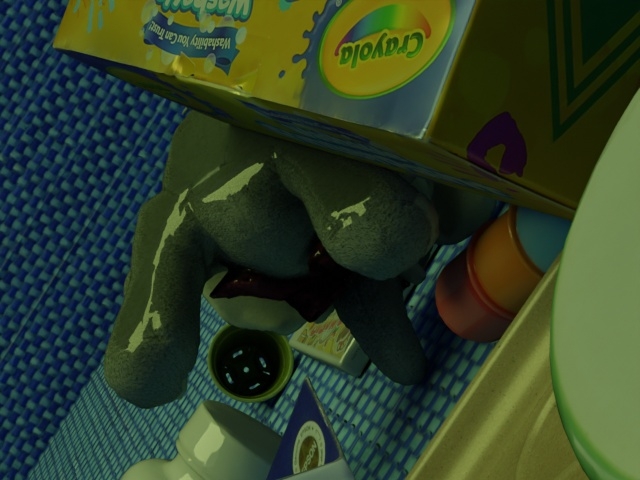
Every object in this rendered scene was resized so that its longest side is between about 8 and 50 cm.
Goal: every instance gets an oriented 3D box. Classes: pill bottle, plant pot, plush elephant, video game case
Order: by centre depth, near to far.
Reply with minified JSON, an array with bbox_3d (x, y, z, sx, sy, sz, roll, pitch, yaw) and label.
[{"bbox_3d":[0.000,0.000,1.417,0.272,0.255,0.330,-35,41,19],"label":"plush elephant"},{"bbox_3d":[-0.116,0.263,1.426,0.272,0.152,0.152,-56,11,6],"label":"pill bottle"},{"bbox_3d":[0.053,0.020,1.690,0.206,0.026,0.227,-59,11,-5],"label":"video game case"},{"bbox_3d":[-0.070,0.122,1.835,0.083,0.083,0.079,-60,-2,-12],"label":"plant pot"}]

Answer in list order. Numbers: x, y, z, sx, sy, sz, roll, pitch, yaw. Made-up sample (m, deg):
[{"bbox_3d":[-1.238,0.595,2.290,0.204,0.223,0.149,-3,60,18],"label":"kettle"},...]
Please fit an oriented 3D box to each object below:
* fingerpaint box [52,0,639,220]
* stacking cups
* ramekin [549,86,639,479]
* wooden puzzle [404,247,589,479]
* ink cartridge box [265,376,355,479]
[{"bbox_3d":[0.058,-0.233,1.124,0.445,0.163,0.371,18,87,56],"label":"fingerpaint box"},{"bbox_3d":[0.165,-0.010,1.150,0.316,0.096,0.096,-47,15,55],"label":"stacking cups"},{"bbox_3d":[0.212,0.004,0.571,0.303,0.148,0.303,-42,26,25],"label":"ramekin"},{"bbox_3d":[0.119,0.173,0.878,0.322,0.080,0.348,-57,16,5],"label":"wooden puzzle"},{"bbox_3d":[-0.003,0.234,0.763,0.371,0.069,0.175,-114,39,-52],"label":"ink cartridge box"}]
